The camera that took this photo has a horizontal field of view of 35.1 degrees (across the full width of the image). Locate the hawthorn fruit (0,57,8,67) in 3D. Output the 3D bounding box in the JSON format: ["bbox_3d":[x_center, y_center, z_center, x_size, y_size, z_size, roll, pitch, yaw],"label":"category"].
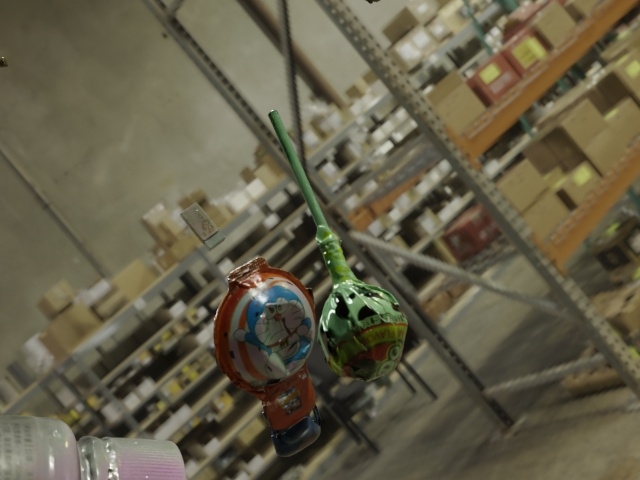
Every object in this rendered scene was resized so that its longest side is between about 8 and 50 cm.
[{"bbox_3d":[-0.590,-0.297,1.517,0.205,0.253,0.205,25,-90,-84],"label":"hawthorn fruit"}]

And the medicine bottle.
[{"bbox_3d":[-0.336,0.334,1.185,0.324,0.256,0.256,6,-17,-23],"label":"medicine bottle"}]

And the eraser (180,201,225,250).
[{"bbox_3d":[-0.207,-0.024,1.774,0.038,0.083,0.019,-38,-8,-23],"label":"eraser"}]

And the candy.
[{"bbox_3d":[0.000,0.000,1.035,0.091,0.306,0.083,-35,-21,30],"label":"candy"}]

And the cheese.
[{"bbox_3d":[-0.075,0.188,1.648,0.216,0.330,0.129,-26,18,-37],"label":"cheese"}]

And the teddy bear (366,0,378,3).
[{"bbox_3d":[0.028,-0.417,1.305,0.182,0.251,0.129,-40,-23,17],"label":"teddy bear"}]
